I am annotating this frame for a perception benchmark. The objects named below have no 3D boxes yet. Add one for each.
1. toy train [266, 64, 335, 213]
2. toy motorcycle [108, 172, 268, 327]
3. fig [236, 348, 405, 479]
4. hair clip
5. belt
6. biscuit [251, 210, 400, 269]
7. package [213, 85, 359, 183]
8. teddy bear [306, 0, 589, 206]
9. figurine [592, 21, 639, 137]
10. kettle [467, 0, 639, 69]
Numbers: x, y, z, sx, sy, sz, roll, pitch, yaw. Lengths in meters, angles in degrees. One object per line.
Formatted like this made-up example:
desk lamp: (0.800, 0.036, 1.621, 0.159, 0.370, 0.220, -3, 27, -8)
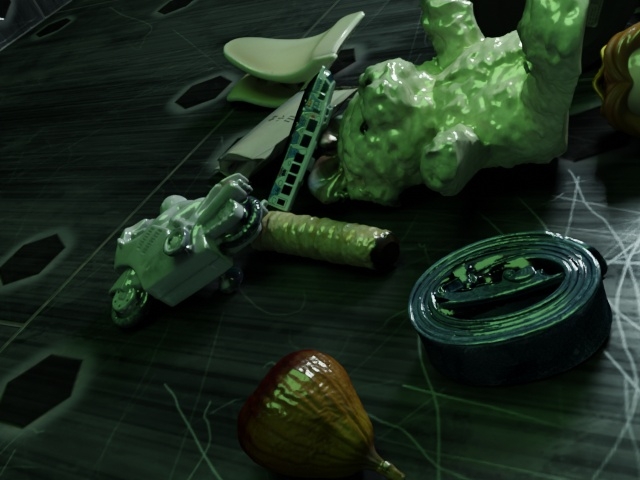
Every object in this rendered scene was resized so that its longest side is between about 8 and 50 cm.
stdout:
toy train: (-0.022, -0.138, 1.098, 0.047, 0.043, 0.207, 20, 85, 3)
toy motorcycle: (-0.186, 0.000, 1.068, 0.260, 0.110, 0.171, -36, 44, 17)
fig: (0.003, 0.172, 0.752, 0.119, 0.153, 0.119, -58, 7, 11)
hair clip: (-0.061, -0.314, 1.463, 0.282, 0.113, 0.172, 0, 40, 25)
belt: (0.184, 0.062, 0.780, 0.190, 0.082, 0.141, -14, 39, 18)
biscuit: (0.000, 0.000, 1.013, 0.219, 0.055, 0.061, 11, 57, 42)
package: (-0.045, -0.172, 1.257, 0.204, 0.062, 0.251, -42, 18, -23)
teddy bear: (0.125, -0.196, 0.982, 0.362, 0.375, 0.327, 4, 61, 15)
figurine: (0.436, -0.186, 0.924, 0.263, 0.142, 0.189, 5, 11, 40)
kettle: (0.358, -0.413, 1.238, 0.321, 0.228, 0.324, -4, 32, -1)
